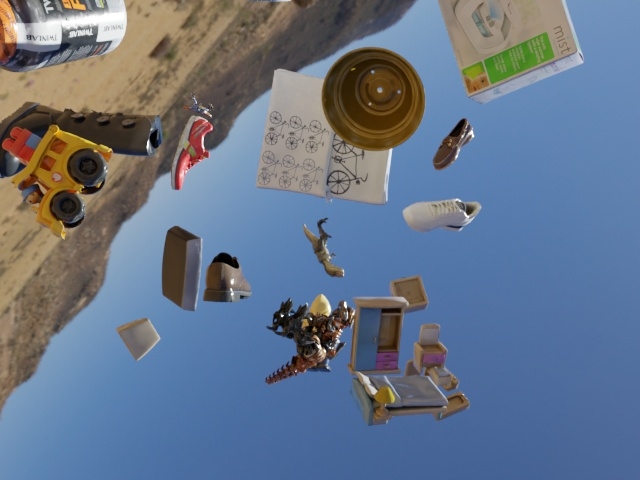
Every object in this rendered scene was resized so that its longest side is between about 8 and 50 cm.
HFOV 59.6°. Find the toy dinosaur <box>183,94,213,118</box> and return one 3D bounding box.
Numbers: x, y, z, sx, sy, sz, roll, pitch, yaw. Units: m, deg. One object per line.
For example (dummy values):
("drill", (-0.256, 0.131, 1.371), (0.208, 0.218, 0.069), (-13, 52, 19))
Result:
("toy dinosaur", (-0.351, -0.375, 1.607), (0.082, 0.090, 0.047), (-20, -136, -21))

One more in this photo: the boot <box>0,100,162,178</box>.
("boot", (-0.762, -0.310, 1.793), (0.367, 0.444, 0.146), (-90, -170, -46))

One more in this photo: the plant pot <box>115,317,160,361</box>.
("plant pot", (-0.561, 0.297, 1.733), (0.096, 0.109, 0.109), (-32, -170, -21))

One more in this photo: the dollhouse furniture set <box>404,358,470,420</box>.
("dollhouse furniture set", (0.351, 0.429, 1.667), (0.144, 0.123, 0.151), (-15, -139, -20))

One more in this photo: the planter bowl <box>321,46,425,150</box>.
("planter bowl", (0.118, -0.305, 1.177), (0.217, 0.217, 0.090), (-35, -166, 33))

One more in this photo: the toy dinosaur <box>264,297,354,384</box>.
("toy dinosaur", (-0.033, 0.291, 1.645), (0.164, 0.218, 0.322), (-17, -153, 46))

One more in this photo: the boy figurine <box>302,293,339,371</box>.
("boy figurine", (-0.016, 0.346, 2.104), (0.177, 0.092, 0.285), (-6, -114, 16))

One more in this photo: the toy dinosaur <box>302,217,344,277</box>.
("toy dinosaur", (0.000, 0.000, 1.781), (0.268, 0.064, 0.118), (59, -35, 38))

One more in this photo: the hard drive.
("hard drive", (-0.461, 0.093, 1.843), (0.172, 0.054, 0.255), (24, -68, 41))

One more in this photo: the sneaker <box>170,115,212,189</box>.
("sneaker", (-0.460, -0.306, 2.002), (0.107, 0.118, 0.279), (-167, -84, -75))

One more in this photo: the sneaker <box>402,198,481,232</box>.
("sneaker", (0.329, -0.079, 1.528), (0.095, 0.235, 0.090), (-40, -119, 52))

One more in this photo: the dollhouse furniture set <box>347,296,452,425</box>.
("dollhouse furniture set", (0.219, 0.280, 1.333), (0.303, 0.286, 0.198), (-128, -139, -71))

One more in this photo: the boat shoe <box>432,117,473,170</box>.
("boat shoe", (0.440, -0.327, 1.887), (0.073, 0.073, 0.207), (18, -119, 44))

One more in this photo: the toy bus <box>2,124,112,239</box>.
("toy bus", (-0.589, -0.140, 1.214), (0.149, 0.211, 0.220), (-12, -127, 65))

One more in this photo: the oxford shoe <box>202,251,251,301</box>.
("oxford shoe", (-0.182, 0.073, 1.134), (0.227, 0.082, 0.096), (128, -37, -86))

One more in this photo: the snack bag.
("snack bag", (0.028, -0.255, 1.409), (0.037, 0.342, 0.323), (128, -28, -78))

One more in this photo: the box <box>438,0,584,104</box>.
("box", (0.400, -0.461, 1.189), (0.231, 0.262, 0.126), (-17, 176, 31))

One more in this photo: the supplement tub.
("supplement tub", (-0.595, -0.477, 1.185), (0.207, 0.207, 0.338), (-35, -171, 33))

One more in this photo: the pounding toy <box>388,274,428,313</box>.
("pounding toy", (0.321, 0.187, 2.024), (0.100, 0.130, 0.141), (88, -11, -64))
